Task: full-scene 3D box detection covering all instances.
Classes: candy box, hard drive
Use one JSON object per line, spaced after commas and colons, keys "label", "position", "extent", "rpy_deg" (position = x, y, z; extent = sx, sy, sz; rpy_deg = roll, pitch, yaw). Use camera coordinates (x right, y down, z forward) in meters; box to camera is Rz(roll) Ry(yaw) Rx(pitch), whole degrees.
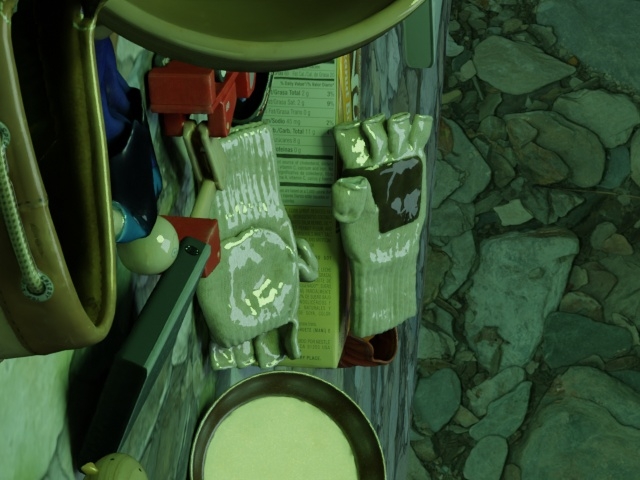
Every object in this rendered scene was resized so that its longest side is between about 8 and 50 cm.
{"label": "candy box", "position": [-0.012, -0.062, 1.119], "extent": [0.183, 0.088, 0.316], "rpy_deg": [-68, 159, -72]}
{"label": "hard drive", "position": [-0.106, 0.069, 0.740], "extent": [0.135, 0.022, 0.094], "rpy_deg": [-69, -176, -58]}
{"label": "hard drive", "position": [0.141, -0.407, 1.575], "extent": [0.203, 0.040, 0.307], "rpy_deg": [78, 18, -59]}

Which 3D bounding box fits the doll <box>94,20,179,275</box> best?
{"label": "doll", "position": [-0.113, -0.052, 0.676], "extent": [0.129, 0.046, 0.189], "rpy_deg": [-94, 178, -48]}

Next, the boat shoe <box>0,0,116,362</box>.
{"label": "boat shoe", "position": [-0.117, -0.110, 0.432], "extent": [0.122, 0.120, 0.324], "rpy_deg": [-50, 143, -74]}

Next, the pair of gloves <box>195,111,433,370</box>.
{"label": "pair of gloves", "position": [0.000, 0.000, 0.998], "extent": [0.240, 0.042, 0.204], "rpy_deg": [-12, 111, -37]}

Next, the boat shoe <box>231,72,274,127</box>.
{"label": "boat shoe", "position": [-0.055, -0.154, 0.970], "extent": [0.042, 0.049, 0.133], "rpy_deg": [12, 86, -88]}

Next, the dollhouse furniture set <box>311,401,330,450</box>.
{"label": "dollhouse furniture set", "position": [-0.032, 0.283, 1.138], "extent": [0.262, 0.135, 0.259], "rpy_deg": [60, 23, -72]}

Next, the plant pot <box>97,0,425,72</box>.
{"label": "plant pot", "position": [-0.043, -0.191, 0.605], "extent": [0.110, 0.237, 0.237], "rpy_deg": [152, -57, -75]}

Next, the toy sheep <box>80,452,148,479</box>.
{"label": "toy sheep", "position": [-0.120, 0.172, 0.622], "extent": [0.091, 0.091, 0.132], "rpy_deg": [72, 29, -64]}

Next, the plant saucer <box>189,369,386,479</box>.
{"label": "plant saucer", "position": [-0.028, 0.190, 0.987], "extent": [0.029, 0.168, 0.168], "rpy_deg": [139, -38, -62]}

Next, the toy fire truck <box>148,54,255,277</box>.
{"label": "toy fire truck", "position": [-0.082, -0.073, 0.852], "extent": [0.192, 0.047, 0.135], "rpy_deg": [-70, 161, -60]}

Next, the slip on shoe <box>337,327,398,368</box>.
{"label": "slip on shoe", "position": [0.032, 0.062, 1.391], "extent": [0.331, 0.101, 0.123], "rpy_deg": [71, 26, -62]}
